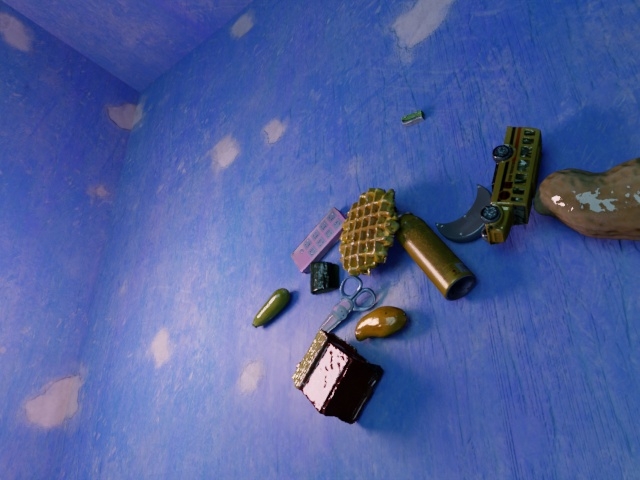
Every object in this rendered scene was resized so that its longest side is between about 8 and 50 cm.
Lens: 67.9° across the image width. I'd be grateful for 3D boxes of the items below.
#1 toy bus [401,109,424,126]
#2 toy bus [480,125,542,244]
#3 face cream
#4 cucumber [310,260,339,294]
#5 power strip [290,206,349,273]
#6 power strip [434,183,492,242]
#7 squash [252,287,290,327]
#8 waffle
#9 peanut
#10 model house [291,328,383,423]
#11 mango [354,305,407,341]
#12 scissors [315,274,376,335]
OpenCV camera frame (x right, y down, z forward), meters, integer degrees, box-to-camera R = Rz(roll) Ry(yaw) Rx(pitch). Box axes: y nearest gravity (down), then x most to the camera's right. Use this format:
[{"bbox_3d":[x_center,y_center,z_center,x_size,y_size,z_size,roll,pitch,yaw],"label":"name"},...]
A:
[{"bbox_3d":[0.333,-0.441,1.717,0.083,0.031,0.037,-14,69,36],"label":"toy bus"},{"bbox_3d":[0.522,-0.150,1.296,0.122,0.121,0.336,7,63,27],"label":"toy bus"},{"bbox_3d":[0.318,0.025,1.429,0.105,0.105,0.349,-46,46,13],"label":"face cream"},{"bbox_3d":[0.005,0.129,1.687,0.116,0.062,0.115,-20,60,35],"label":"cucumber"},{"bbox_3d":[0.000,0.000,1.774,0.279,0.037,0.109,-48,46,12],"label":"power strip"},{"bbox_3d":[0.451,-0.077,1.408,0.216,0.044,0.137,-43,47,17],"label":"power strip"},{"bbox_3d":[-0.188,0.256,1.786,0.201,0.066,0.066,-47,45,13],"label":"squash"},{"bbox_3d":[0.148,-0.023,1.569,0.329,0.062,0.330,-38,44,48],"label":"waffle"},{"bbox_3d":[0.696,-0.098,1.109,0.386,0.169,0.193,7,82,44],"label":"peanut"},{"bbox_3d":[0.028,0.397,1.454,0.254,0.160,0.196,28,89,47],"label":"model house"},{"bbox_3d":[0.184,0.252,1.454,0.190,0.075,0.098,-27,44,37],"label":"mango"},{"bbox_3d":[0.069,0.233,1.572,0.125,0.030,0.256,43,112,7],"label":"scissors"}]
